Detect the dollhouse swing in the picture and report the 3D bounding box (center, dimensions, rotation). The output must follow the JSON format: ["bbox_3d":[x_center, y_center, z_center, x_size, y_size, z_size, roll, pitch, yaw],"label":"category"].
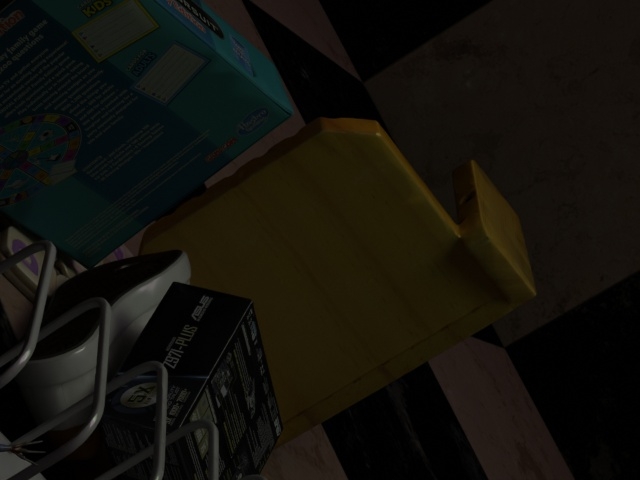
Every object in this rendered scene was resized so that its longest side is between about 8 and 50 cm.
[{"bbox_3d":[0.000,0.000,1.719,0.305,0.347,0.315,53,15,-18],"label":"dollhouse swing"}]

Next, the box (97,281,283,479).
[{"bbox_3d":[-0.105,0.151,1.335,0.180,0.077,0.147,79,31,-47],"label":"box"}]

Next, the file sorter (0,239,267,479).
[{"bbox_3d":[-0.179,0.166,1.117,0.278,0.173,0.193,51,15,-25],"label":"file sorter"}]

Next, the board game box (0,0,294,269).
[{"bbox_3d":[-0.225,-0.142,1.377,0.336,0.254,0.079,38,23,-43],"label":"board game box"}]

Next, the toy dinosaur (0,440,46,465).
[{"bbox_3d":[-0.199,0.122,0.867,0.090,0.047,0.082,-7,72,-39],"label":"toy dinosaur"}]

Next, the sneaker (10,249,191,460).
[{"bbox_3d":[-0.184,0.099,1.398,0.290,0.106,0.123,-51,131,-63],"label":"sneaker"}]

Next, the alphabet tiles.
[{"bbox_3d":[-0.258,-0.020,1.549,0.278,0.021,0.284,49,17,-32],"label":"alphabet tiles"}]
